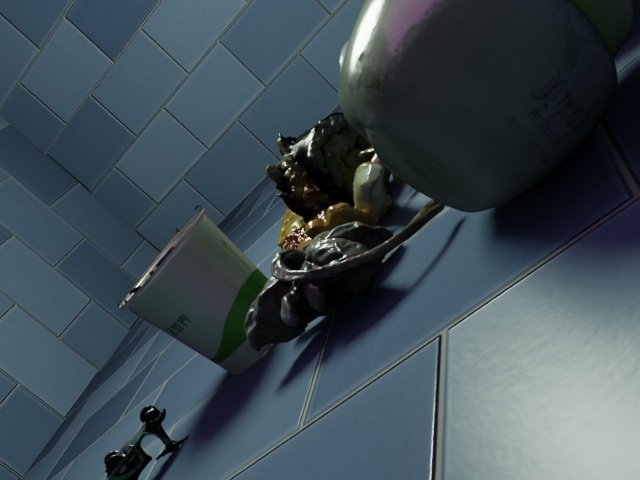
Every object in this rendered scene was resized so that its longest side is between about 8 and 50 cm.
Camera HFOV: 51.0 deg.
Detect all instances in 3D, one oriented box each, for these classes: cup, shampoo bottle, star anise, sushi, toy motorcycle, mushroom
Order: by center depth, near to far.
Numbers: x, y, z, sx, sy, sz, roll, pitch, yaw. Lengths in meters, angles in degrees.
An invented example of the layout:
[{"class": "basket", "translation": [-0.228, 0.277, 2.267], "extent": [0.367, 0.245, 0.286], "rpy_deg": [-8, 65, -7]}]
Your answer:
[{"class": "shampoo bottle", "translation": [0.190, -0.213, 0.830], "extent": [0.317, 0.322, 0.322], "rpy_deg": [-53, 12, 3]}, {"class": "star anise", "translation": [0.011, 0.039, 1.090], "extent": [0.359, 0.139, 0.316], "rpy_deg": [-39, 11, -6]}, {"class": "mushroom", "translation": [0.090, -0.089, 1.211], "extent": [0.084, 0.071, 0.209], "rpy_deg": [-59, -14, -11]}, {"class": "toy motorcycle", "translation": [-0.328, 0.391, 1.234], "extent": [0.173, 0.100, 0.058], "rpy_deg": [-54, 14, -16]}, {"class": "cup", "translation": [-0.214, 0.111, 1.315], "extent": [0.253, 0.274, 0.253], "rpy_deg": [-46, 12, 13]}, {"class": "sushi", "translation": [0.022, -0.142, 1.420], "extent": [0.225, 0.238, 0.218], "rpy_deg": [-34, -4, -39]}]

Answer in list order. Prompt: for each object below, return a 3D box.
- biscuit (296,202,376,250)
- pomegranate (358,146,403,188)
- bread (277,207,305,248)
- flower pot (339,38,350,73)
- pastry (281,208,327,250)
[{"class": "biscuit", "translation": [0.021, 0.001, 1.222], "extent": [0.184, 0.133, 0.027], "rpy_deg": [-40, 48, 28]}, {"class": "pomegranate", "translation": [0.198, -0.276, 1.230], "extent": [0.323, 0.290, 0.291], "rpy_deg": [94, -159, -46]}, {"class": "bread", "translation": [-0.052, -0.060, 1.760], "extent": [0.128, 0.088, 0.232], "rpy_deg": [-47, 14, 41]}, {"class": "flower pot", "translation": [0.218, -0.456, 1.712], "extent": [0.265, 0.265, 0.243], "rpy_deg": [-53, 23, -25]}, {"class": "pastry", "translation": [-0.001, 0.002, 1.357], "extent": [0.208, 0.097, 0.115], "rpy_deg": [-30, 31, 51]}]
